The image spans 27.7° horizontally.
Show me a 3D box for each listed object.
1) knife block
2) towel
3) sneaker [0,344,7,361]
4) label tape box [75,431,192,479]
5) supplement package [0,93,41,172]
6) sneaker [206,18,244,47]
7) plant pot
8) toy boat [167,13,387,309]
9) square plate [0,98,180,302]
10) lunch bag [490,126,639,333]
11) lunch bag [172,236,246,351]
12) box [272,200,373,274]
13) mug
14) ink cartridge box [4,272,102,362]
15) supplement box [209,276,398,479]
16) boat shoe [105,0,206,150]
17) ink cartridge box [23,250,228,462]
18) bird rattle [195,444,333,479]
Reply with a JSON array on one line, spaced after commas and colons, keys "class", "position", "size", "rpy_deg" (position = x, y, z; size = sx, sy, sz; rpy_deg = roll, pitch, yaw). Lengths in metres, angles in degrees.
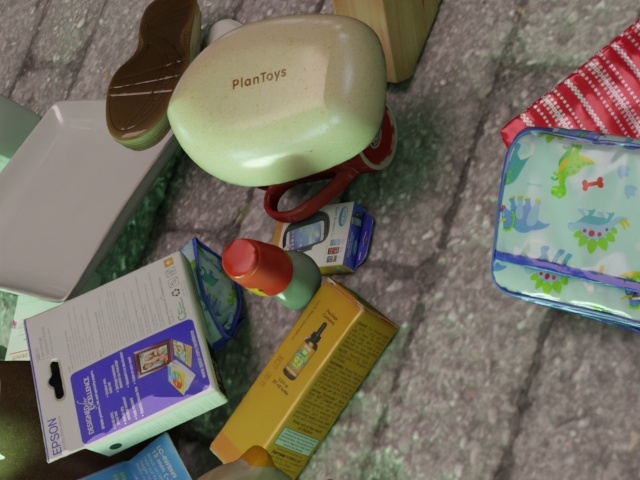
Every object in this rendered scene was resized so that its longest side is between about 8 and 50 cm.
[{"class": "knife block", "position": [0.049, -0.354, 1.513], "size": [0.088, 0.242, 0.276], "rpy_deg": [13, 77, 46]}, {"class": "towel", "position": [0.316, -0.114, 1.246], "size": [0.275, 0.031, 0.199], "rpy_deg": [-40, 60, 28]}, {"class": "sneaker", "position": [-0.443, 0.208, 1.800], "size": [0.061, 0.053, 0.152], "rpy_deg": [-44, 46, 20]}, {"class": "label tape box", "position": [-0.261, 0.406, 1.423], "size": [0.347, 0.115, 0.249], "rpy_deg": [-38, 72, 23]}, {"class": "supplement package", "position": [-0.544, -0.151, 2.049], "size": [0.179, 0.105, 0.105], "rpy_deg": [-17, 57, 36]}, {"class": "sneaker", "position": [-0.128, -0.228, 1.716], "size": [0.080, 0.094, 0.212], "rpy_deg": [-36, 48, 25]}, {"class": "plant pot", "position": [-0.326, 0.230, 1.551], "size": [0.215, 0.230, 0.215], "rpy_deg": [-21, 55, 33]}, {"class": "toy boat", "position": [-0.046, -0.088, 1.428], "size": [0.267, 0.148, 0.318], "rpy_deg": [-3, 76, 28]}, {"class": "square plate", "position": [-0.355, -0.058, 1.814], "size": [0.344, 0.049, 0.347], "rpy_deg": [6, 56, 43]}, {"class": "lunch bag", "position": [0.269, -0.009, 1.196], "size": [0.219, 0.090, 0.176], "rpy_deg": [15, 99, 36]}, {"class": "lunch bag", "position": [-0.163, 0.096, 1.572], "size": [0.129, 0.096, 0.151], "rpy_deg": [-37, 38, 21]}, {"class": "box", "position": [0.000, 0.000, 1.524], "size": [0.136, 0.028, 0.081], "rpy_deg": [-8, 62, 42]}, {"class": "mug", "position": [0.001, -0.104, 1.538], "size": [0.169, 0.113, 0.150], "rpy_deg": [-4, 97, 36]}, {"class": "ink cartridge box", "position": [-0.367, 0.128, 1.765], "size": [0.104, 0.061, 0.181], "rpy_deg": [-13, 59, 37]}, {"class": "supplement box", "position": [-0.017, 0.161, 1.417], "size": [0.233, 0.080, 0.078], "rpy_deg": [-57, 44, 6]}, {"class": "boat shoe", "position": [-0.206, -0.211, 1.731], "size": [0.109, 0.098, 0.302], "rpy_deg": [-8, 42, 14]}, {"class": "ink cartridge box", "position": [-0.225, 0.135, 1.473], "size": [0.208, 0.045, 0.206], "rpy_deg": [-23, 52, 5]}, {"class": "bird rattle", "position": [-0.086, 0.315, 1.293], "size": [0.253, 0.207, 0.143], "rpy_deg": [-32, 30, -10]}]
